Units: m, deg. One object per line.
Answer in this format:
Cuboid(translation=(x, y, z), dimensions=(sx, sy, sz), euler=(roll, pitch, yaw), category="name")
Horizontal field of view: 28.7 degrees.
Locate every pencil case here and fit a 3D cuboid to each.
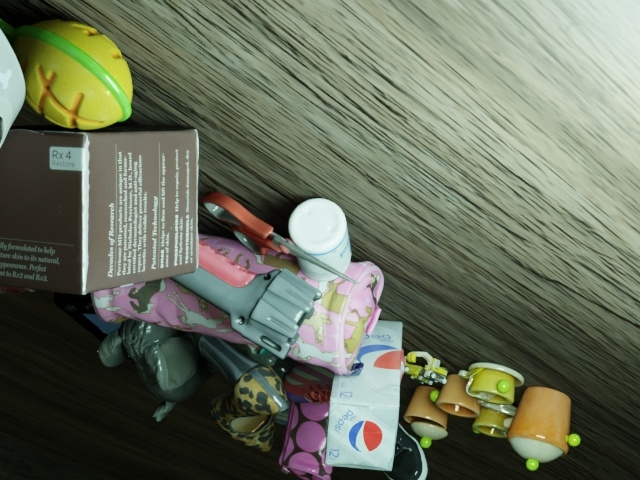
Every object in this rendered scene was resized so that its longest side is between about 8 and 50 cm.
Cuboid(translation=(-0.014, 0.293, 2.078), dimensions=(0.098, 0.209, 0.095), euler=(12, 167, -18), category="pencil case")
Cuboid(translation=(-0.115, 0.069, 1.667), dimensions=(0.386, 0.160, 0.167), euler=(11, 127, 16), category="pencil case")

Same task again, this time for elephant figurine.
Cuboid(translation=(-0.260, 0.154, 1.945), dimensions=(0.169, 0.186, 0.239), euler=(-23, 157, 19), category="elephant figurine")

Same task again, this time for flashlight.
Cuboid(translation=(-0.143, 0.016, 1.528), dimensions=(0.304, 0.103, 0.103), euler=(30, 126, 6), category="flashlight")

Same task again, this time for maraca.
Cuboid(translation=(-0.262, -0.172, 1.251), dimensions=(0.185, 0.099, 0.127), euler=(25, 156, 31), category="maraca")

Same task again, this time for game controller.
Cuboid(translation=(-0.323, 0.146, 2.145), dimensions=(0.166, 0.067, 0.319), euler=(8, 158, 22), category="game controller")

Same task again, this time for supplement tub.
Cuboid(translation=(0.000, 0.000, 1.516), dimensions=(0.071, 0.071, 0.107), euler=(13, 160, 11), category="supplement tub")

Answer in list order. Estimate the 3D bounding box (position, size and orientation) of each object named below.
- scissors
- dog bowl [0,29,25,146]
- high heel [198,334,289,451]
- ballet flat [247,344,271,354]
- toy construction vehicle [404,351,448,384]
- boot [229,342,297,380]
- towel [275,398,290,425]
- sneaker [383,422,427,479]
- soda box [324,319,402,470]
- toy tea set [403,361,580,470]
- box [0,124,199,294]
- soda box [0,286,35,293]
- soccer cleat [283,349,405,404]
Cuboid(translation=(-0.056, -0.004, 1.469), dimensions=(0.109, 0.021, 0.297), euler=(50, 166, -25), category="scissors")
Cuboid(translation=(-0.431, -0.197, 1.185), dimensions=(0.348, 0.102, 0.349), euler=(30, 156, 15), category="dog bowl")
Cuboid(translation=(-0.083, 0.262, 1.822), dimensions=(0.186, 0.093, 0.261), euler=(34, 154, 44), category="high heel")
Cuboid(translation=(-0.038, 0.124, 1.840), dimensions=(0.091, 0.077, 0.241), euler=(-38, 159, 17), category="ballet flat")
Cuboid(translation=(0.155, 0.197, 1.960), dimensions=(0.098, 0.035, 0.086), euler=(28, 165, -30), category="toy construction vehicle")
Cuboid(translation=(-0.107, 0.146, 1.971), dimensions=(0.161, 0.083, 0.246), euler=(42, 179, 1), category="boot")
Cuboid(translation=(0.012, 0.346, 2.444), dimensions=(0.209, 0.034, 0.285), euler=(19, 161, -13), category="towel")
Cuboid(translation=(0.090, 0.323, 2.114), dimensions=(0.121, 0.079, 0.217), euler=(33, -164, -43), category="sneaker")
Cuboid(translation=(0.063, 0.202, 1.711), dimensions=(0.091, 0.098, 0.286), euler=(5, -162, 3), category="soda box")
Cuboid(translation=(0.258, 0.297, 1.997), dimensions=(0.200, 0.124, 0.336), euler=(22, 159, -15), category="toy tea set")
Cuboid(translation=(-0.257, -0.041, 1.369), dimensions=(0.168, 0.167, 0.203), euler=(6, -171, 30), category="box")
Cuboid(translation=(-0.552, 0.033, 2.008), dimensions=(0.263, 0.084, 0.092), euler=(-5, 151, 44), category="soda box")
Cuboid(translation=(0.029, 0.221, 1.950), dimensions=(0.248, 0.095, 0.083), euler=(-24, 135, 37), category="soccer cleat")
